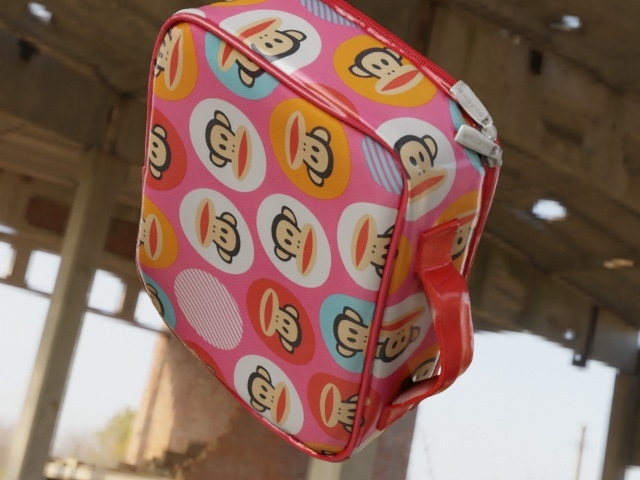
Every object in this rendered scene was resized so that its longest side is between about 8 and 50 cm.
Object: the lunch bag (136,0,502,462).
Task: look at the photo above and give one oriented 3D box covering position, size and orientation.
[{"bbox_3d":[0.000,0.000,0.840,0.258,0.120,0.293,38,-43,27],"label":"lunch bag"}]
